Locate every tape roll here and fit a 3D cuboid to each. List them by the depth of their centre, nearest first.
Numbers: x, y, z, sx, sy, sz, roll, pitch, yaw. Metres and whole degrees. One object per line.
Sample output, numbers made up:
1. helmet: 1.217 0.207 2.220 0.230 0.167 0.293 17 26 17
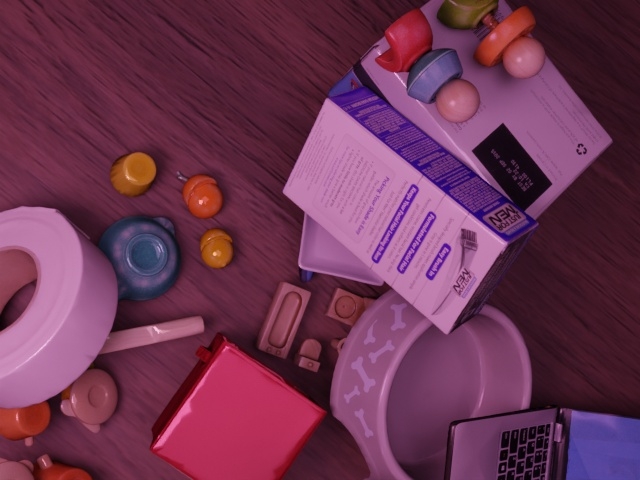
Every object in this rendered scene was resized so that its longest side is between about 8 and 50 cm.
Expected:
1. tape roll: -0.438 0.093 1.496 0.286 0.100 0.286 -12 56 19

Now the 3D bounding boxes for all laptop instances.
1. laptop: 0.394 0.466 1.571 0.408 0.236 0.382 1 95 -42

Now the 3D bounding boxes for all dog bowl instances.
1. dog bowl: 0.185 0.236 1.599 0.349 0.102 0.348 -6 101 -33

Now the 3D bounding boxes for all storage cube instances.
1. storage cube: -0.132 0.275 1.577 0.215 0.183 0.193 35 84 -7

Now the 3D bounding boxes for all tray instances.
1. tray: 0.044 -0.064 1.659 0.145 0.030 0.270 13 68 -15

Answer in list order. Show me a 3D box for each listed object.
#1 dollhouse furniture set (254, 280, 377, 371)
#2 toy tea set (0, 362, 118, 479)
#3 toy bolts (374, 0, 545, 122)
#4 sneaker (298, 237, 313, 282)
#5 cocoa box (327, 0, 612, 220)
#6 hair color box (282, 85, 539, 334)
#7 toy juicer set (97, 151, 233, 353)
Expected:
1. dollhouse furniture set: 0.005 0.135 1.619 0.151 0.123 0.144 23 85 -20
2. toy tea set: -0.425 0.277 1.569 0.200 0.124 0.336 30 61 -40
3. toy bolts: 0.210 -0.272 1.396 0.228 0.218 0.158 -38 80 -13
4. sneaker: 0.000 0.000 1.674 0.059 0.053 0.144 15 87 -10
5. cocoa box: 0.226 -0.193 1.615 0.231 0.228 0.347 -41 94 -19
6. hair color box: 0.123 -0.048 1.500 0.339 0.185 0.110 42 39 19
7. toy juicer set: -0.247 0.035 1.622 0.209 0.089 0.329 13 77 -21
